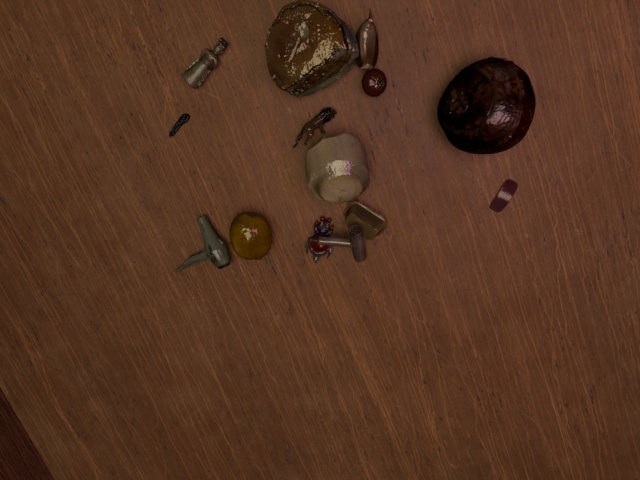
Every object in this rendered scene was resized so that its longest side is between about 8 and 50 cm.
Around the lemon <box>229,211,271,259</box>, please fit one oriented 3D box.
[{"bbox_3d":[-0.280,-0.015,1.987,0.170,0.170,0.207,-2,111,5],"label":"lemon"}]

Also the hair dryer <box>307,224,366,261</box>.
[{"bbox_3d":[0.065,0.022,1.979,0.221,0.053,0.195,-5,144,10],"label":"hair dryer"}]

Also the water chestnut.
[{"bbox_3d":[0.597,-0.466,1.756,0.302,0.350,0.350,9,112,-42],"label":"water chestnut"}]

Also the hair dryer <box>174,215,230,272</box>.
[{"bbox_3d":[-0.516,0.015,2.067,0.267,0.092,0.229,-6,98,16],"label":"hair dryer"}]

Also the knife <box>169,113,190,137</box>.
[{"bbox_3d":[-0.561,-0.454,1.958,0.031,0.018,0.121,41,106,-6],"label":"knife"}]

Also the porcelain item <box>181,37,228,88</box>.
[{"bbox_3d":[-0.429,-0.674,1.866,0.213,0.054,0.084,-42,101,15],"label":"porcelain item"}]

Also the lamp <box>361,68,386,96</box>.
[{"bbox_3d":[0.199,-0.583,1.828,0.101,0.090,0.101,-10,107,-32],"label":"lamp"}]

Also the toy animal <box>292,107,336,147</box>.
[{"bbox_3d":[-0.030,-0.426,1.892,0.069,0.086,0.219,41,82,15],"label":"toy animal"}]

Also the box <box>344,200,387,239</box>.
[{"bbox_3d":[0.176,-0.079,1.973,0.177,0.111,0.111,33,105,-1],"label":"box"}]

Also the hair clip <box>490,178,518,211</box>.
[{"bbox_3d":[0.720,-0.174,1.940,0.054,0.022,0.137,29,106,-1],"label":"hair clip"}]

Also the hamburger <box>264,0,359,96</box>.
[{"bbox_3d":[-0.047,-0.685,1.745,0.318,0.195,0.276,-25,92,23],"label":"hamburger"}]

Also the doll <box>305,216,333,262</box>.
[{"bbox_3d":[-0.001,0.000,2.025,0.104,0.062,0.194,11,99,-17],"label":"doll"}]

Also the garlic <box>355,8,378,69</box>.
[{"bbox_3d":[0.169,-0.715,1.771,0.091,0.128,0.198,7,110,0],"label":"garlic"}]

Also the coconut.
[{"bbox_3d":[0.060,-0.281,1.855,0.238,0.265,0.237,-3,147,-2],"label":"coconut"}]
